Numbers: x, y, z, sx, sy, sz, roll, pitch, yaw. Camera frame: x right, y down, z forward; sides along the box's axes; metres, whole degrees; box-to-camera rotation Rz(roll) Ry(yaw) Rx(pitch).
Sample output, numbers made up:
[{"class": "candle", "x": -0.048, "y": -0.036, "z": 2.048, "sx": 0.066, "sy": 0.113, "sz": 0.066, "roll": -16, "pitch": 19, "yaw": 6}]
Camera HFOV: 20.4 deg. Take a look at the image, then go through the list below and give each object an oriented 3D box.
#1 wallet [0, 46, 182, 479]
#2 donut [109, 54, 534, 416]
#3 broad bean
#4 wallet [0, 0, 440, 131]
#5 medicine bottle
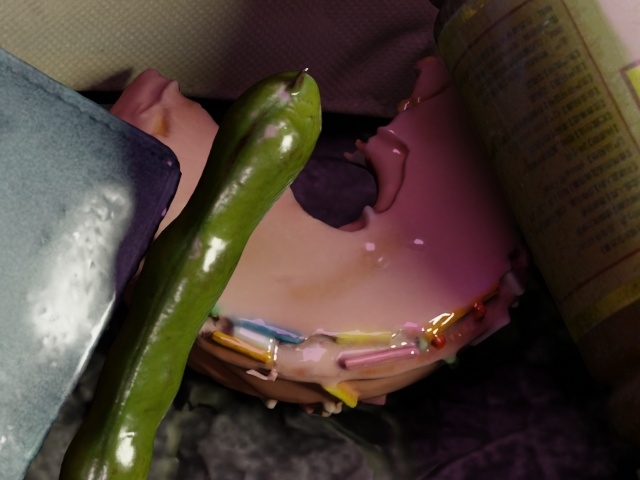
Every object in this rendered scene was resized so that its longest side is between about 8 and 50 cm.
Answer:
[{"class": "wallet", "x": -0.222, "y": 0.025, "z": 0.744, "sx": 0.251, "sy": 0.054, "sz": 0.290, "roll": 32, "pitch": 75, "yaw": -23}, {"class": "donut", "x": 0.000, "y": 0.000, "z": 0.899, "sx": 0.233, "sy": 0.085, "sz": 0.199, "roll": -2, "pitch": 52, "yaw": -8}, {"class": "broad bean", "x": -0.064, "y": 0.038, "z": 0.792, "sx": 0.053, "sy": 0.256, "sz": 0.052, "roll": 21, "pitch": 5, "yaw": -20}, {"class": "wallet", "x": -0.069, "y": -0.167, "z": 0.911, "sx": 0.335, "sy": 0.274, "sz": 0.068, "roll": 3, "pitch": 38, "yaw": -12}, {"class": "medicine bottle", "x": 0.169, "y": -0.022, "z": 0.825, "sx": 0.151, "sy": 0.151, "sz": 0.322, "roll": -20, "pitch": 78, "yaw": -20}]
